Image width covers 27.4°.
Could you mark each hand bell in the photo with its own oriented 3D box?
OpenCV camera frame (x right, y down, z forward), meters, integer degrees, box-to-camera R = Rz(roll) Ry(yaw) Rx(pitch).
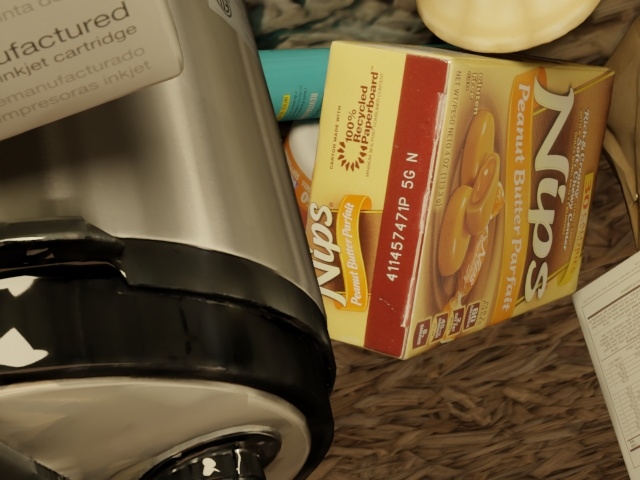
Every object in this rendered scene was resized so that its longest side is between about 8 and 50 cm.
[{"bbox_3d":[0.095,-0.236,0.757,0.126,0.126,0.242,-18,142,4],"label":"hand bell"}]

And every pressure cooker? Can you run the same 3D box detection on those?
[{"bbox_3d":[-0.184,0.028,0.734,0.370,0.420,0.375,4,147,-35],"label":"pressure cooker"}]

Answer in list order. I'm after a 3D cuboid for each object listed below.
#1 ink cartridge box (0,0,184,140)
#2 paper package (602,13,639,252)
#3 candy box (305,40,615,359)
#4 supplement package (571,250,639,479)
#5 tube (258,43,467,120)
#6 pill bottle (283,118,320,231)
[{"bbox_3d":[-0.189,-0.149,0.414,0.226,0.131,0.306,-20,152,-4],"label":"ink cartridge box"},{"bbox_3d":[0.421,-0.132,1.032,0.325,0.168,0.309,-6,151,-20],"label":"paper package"},{"bbox_3d":[0.104,-0.038,0.909,0.087,0.183,0.316,15,-168,28],"label":"candy box"},{"bbox_3d":[0.362,0.123,1.015,0.199,0.263,0.198,3,152,-33],"label":"supplement package"},{"bbox_3d":[0.023,-0.119,0.983,0.207,0.052,0.080,-7,159,-28],"label":"tube"},{"bbox_3d":[0.000,0.000,1.065,0.121,0.121,0.216,0,137,-28],"label":"pill bottle"}]
